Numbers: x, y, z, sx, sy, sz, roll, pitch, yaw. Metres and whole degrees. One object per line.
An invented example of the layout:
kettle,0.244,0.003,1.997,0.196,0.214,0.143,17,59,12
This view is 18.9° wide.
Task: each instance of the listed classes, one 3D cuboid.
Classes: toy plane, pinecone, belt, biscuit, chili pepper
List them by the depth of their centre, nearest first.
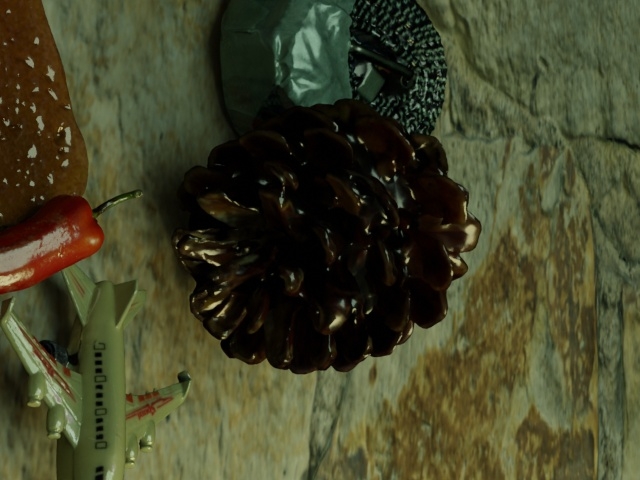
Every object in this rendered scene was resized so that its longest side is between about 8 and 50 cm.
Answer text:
chili pepper,-0.268,0.013,1.677,0.272,0.071,0.063,-26,98,-30
biscuit,-0.336,-0.128,1.686,0.262,0.052,0.277,-29,106,-44
toy plane,-0.208,0.145,1.746,0.242,0.104,0.256,31,61,-46
pinecone,0.001,0.005,1.875,0.296,0.298,0.242,-16,60,-34
belt,0.009,-0.182,2.032,0.257,0.150,0.207,19,79,-46
